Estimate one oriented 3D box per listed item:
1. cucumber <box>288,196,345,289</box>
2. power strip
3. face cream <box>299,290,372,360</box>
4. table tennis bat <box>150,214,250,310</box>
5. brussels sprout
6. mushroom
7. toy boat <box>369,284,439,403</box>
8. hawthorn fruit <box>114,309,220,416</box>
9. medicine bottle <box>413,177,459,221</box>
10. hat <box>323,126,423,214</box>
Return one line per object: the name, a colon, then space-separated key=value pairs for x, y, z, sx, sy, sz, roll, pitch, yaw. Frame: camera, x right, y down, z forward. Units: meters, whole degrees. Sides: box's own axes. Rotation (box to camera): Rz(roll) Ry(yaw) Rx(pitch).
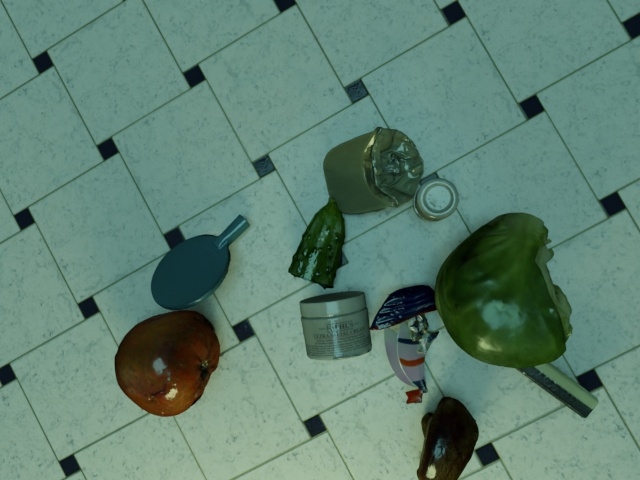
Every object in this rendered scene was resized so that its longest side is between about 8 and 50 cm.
cucumber: x=0.003 y=0.001 z=1.363 sx=0.134 sy=0.134 sz=0.244 roll=16 pitch=87 yaw=6
power strip: x=0.574 y=0.342 z=1.299 sx=0.257 sy=0.105 sz=0.070 roll=36 pitch=92 yaw=5
face cream: x=0.041 y=0.221 z=1.323 sx=0.177 sy=0.177 sz=0.153 roll=-9 pitch=90 yaw=6
table tennis bat: x=-0.326 y=0.054 z=1.392 sx=0.329 sy=0.044 sz=0.215 roll=-44 pitch=53 yaw=-11
brussels sprout: x=0.431 y=0.116 z=1.216 sx=0.315 sy=0.276 sz=0.371 roll=0 pitch=63 yaw=20
mushroom: x=0.324 y=0.522 z=1.285 sx=0.138 sy=0.194 sz=0.231 roll=13 pitch=102 yaw=7
toy boat: x=0.219 y=0.266 z=1.331 sx=0.219 sy=0.072 sz=0.318 roll=14 pitch=92 yaw=-24
hawthorn fruit: x=-0.430 y=0.318 z=1.348 sx=0.307 sy=0.276 sz=0.276 roll=1 pitch=90 yaw=23
medicine bottle: x=0.294 y=-0.101 z=1.301 sx=0.105 sy=0.168 sz=0.105 roll=0 pitch=89 yaw=6
hat: x=0.143 y=-0.186 z=1.373 sx=0.245 sy=0.149 sz=0.214 roll=-8 pitch=95 yaw=42
